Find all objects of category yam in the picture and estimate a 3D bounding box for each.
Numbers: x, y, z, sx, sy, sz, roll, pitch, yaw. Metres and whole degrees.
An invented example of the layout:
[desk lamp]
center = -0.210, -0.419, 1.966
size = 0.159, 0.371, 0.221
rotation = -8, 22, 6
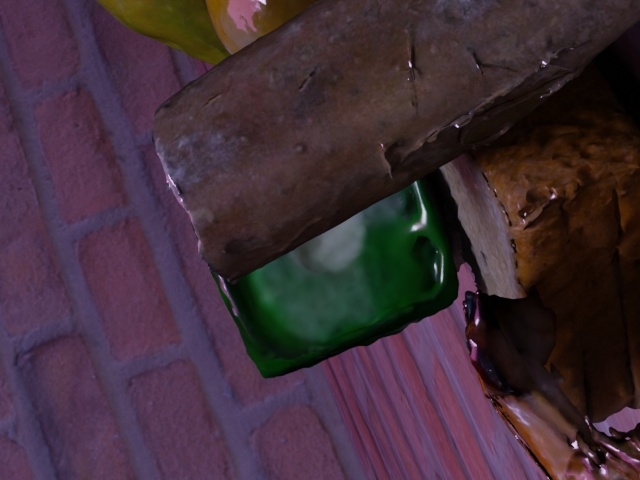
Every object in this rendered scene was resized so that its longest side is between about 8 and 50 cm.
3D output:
[yam]
center = 0.043, -0.084, 0.893
size = 0.106, 0.259, 0.106
rotation = 55, -166, -22

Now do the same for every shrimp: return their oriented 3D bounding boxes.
[shrimp]
center = 0.154, 0.078, 0.872
size = 0.222, 0.054, 0.290
rotation = 41, 157, 18

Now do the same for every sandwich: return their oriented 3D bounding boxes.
[sandwich]
center = 0.104, -0.046, 1.066
size = 0.249, 0.095, 0.273
rotation = 74, 173, -50

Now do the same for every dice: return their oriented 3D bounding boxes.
[dice]
center = 0.000, 0.000, 1.095
size = 0.120, 0.128, 0.131
rotation = 90, 156, -84

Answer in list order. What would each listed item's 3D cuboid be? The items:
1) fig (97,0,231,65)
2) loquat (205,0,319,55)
[fig]
center = -0.115, -0.222, 1.378
size = 0.167, 0.167, 0.233
rotation = -119, 24, -55
[loquat]
center = -0.005, -0.194, 1.269
size = 0.152, 0.152, 0.195
rotation = -179, 94, -83
